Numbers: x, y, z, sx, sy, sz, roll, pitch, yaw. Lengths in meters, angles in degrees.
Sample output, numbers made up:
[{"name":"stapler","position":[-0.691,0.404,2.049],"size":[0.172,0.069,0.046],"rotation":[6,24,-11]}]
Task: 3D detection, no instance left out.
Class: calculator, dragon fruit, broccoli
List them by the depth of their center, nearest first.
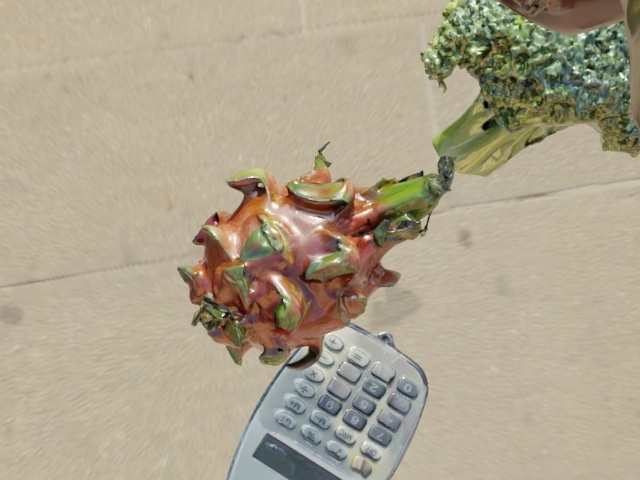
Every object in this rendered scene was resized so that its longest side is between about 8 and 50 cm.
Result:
[{"name":"dragon fruit","position":[-0.002,-0.002,1.090],"size":[0.236,0.135,0.137],"rotation":[-44,70,11]},{"name":"calculator","position":[0.012,0.219,1.660],"size":[0.177,0.040,0.268],"rotation":[33,78,2]},{"name":"broccoli","position":[0.275,-0.220,1.772],"size":[0.375,0.302,0.249],"rotation":[8,77,-38]}]

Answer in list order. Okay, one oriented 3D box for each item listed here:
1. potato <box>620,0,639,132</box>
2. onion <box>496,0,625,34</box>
[{"name":"potato","position":[0.209,-0.137,0.564],"size":[0.218,0.202,0.351],"rotation":[15,52,-31]},{"name":"onion","position":[0.160,-0.218,0.974],"size":[0.173,0.198,0.135],"rotation":[26,110,-4]}]
